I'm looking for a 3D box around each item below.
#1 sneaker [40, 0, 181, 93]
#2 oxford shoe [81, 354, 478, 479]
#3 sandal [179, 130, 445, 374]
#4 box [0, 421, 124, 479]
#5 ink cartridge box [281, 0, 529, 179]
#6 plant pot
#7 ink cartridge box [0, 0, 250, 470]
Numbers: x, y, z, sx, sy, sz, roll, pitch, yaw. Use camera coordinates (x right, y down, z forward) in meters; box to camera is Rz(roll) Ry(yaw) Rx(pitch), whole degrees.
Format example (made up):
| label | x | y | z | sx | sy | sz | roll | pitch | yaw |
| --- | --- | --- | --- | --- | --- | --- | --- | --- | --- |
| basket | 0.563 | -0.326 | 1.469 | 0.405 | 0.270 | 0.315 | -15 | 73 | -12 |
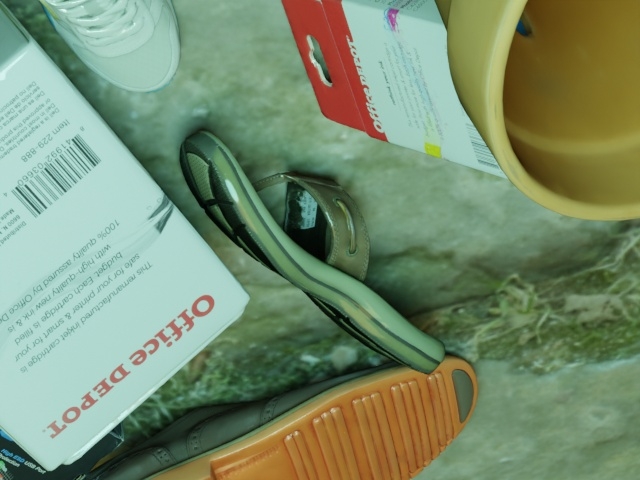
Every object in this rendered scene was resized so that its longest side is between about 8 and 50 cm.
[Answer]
| label | x | y | z | sx | sy | sz | roll | pitch | yaw |
| --- | --- | --- | --- | --- | --- | --- | --- | --- | --- |
| sneaker | -0.168 | -0.184 | 1.200 | 0.087 | 0.092 | 0.229 | -25 | 128 | 9 |
| oxford shoe | -0.039 | 0.170 | 1.487 | 0.363 | 0.133 | 0.130 | -20 | 122 | -16 |
| sandal | 0.000 | 0.000 | 1.373 | 0.303 | 0.120 | 0.086 | 40 | 85 | -33 |
| box | -0.370 | 0.172 | 1.458 | 0.295 | 0.073 | 0.293 | 33 | 114 | -30 |
| ink cartridge box | 0.088 | -0.131 | 1.241 | 0.078 | 0.231 | 0.134 | -44 | 134 | -27 |
| plant pot | 0.178 | -0.186 | 1.007 | 0.291 | 0.203 | 0.291 | -18 | 139 | -17 |
| ink cartridge box | -0.223 | 0.000 | 1.280 | 0.211 | 0.121 | 0.289 | -40 | 125 | -4 |
